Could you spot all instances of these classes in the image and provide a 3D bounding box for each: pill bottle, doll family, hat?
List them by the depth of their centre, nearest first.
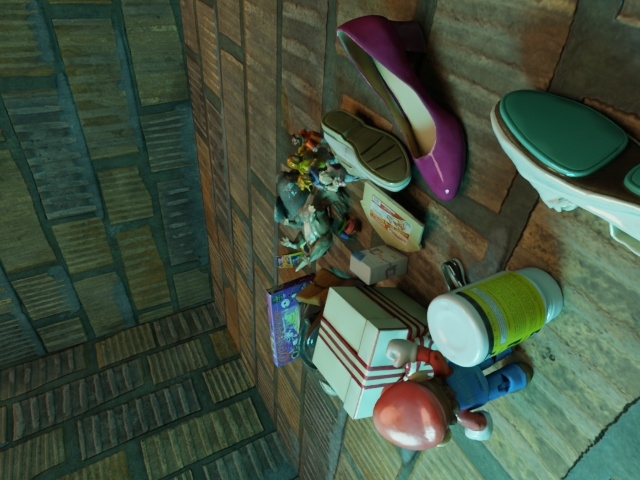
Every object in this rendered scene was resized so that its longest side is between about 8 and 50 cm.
[{"bbox_3d":[0.294,0.118,0.697,0.119,0.208,0.119,42,140,49],"label":"pill bottle"},{"bbox_3d":[-0.001,-0.203,1.169,0.263,0.163,0.119,56,150,33],"label":"doll family"},{"bbox_3d":[-0.001,0.327,1.374,0.331,0.133,0.332,-2,87,44],"label":"hat"}]

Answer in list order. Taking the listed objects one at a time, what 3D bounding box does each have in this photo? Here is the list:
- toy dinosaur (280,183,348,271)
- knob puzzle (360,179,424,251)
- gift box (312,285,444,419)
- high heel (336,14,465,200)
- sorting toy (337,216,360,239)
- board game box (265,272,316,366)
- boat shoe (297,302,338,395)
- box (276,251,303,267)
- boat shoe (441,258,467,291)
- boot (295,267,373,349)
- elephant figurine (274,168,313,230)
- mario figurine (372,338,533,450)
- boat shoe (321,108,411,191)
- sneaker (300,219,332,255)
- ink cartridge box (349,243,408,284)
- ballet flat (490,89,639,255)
[{"bbox_3d":[-0.005,-0.044,1.238,0.127,0.200,0.296,17,115,35],"label":"toy dinosaur"},{"bbox_3d":[0.175,-0.046,1.013,0.213,0.030,0.213,43,163,16],"label":"knob puzzle"},{"bbox_3d":[0.166,0.252,1.009,0.258,0.276,0.256,38,124,57],"label":"gift box"},{"bbox_3d":[0.151,-0.246,0.811,0.127,0.181,0.378,-28,79,64],"label":"high heel"},{"bbox_3d":[0.086,-0.033,1.240,0.061,0.042,0.102,-68,18,-2],"label":"sorting toy"},{"bbox_3d":[-0.101,0.312,1.628,0.056,0.208,0.347,39,138,51],"label":"board game box"},{"bbox_3d":[0.033,0.373,1.518,0.130,0.132,0.356,-38,70,40],"label":"boat shoe"},{"bbox_3d":[-0.127,0.081,1.717,0.168,0.059,0.054,-12,92,65],"label":"box"},{"bbox_3d":[0.293,0.102,0.891,0.046,0.038,0.125,-18,88,65],"label":"boat shoe"},{"bbox_3d":[-0.006,0.197,1.301,0.096,0.264,0.280,50,160,-29],"label":"boot"},{"bbox_3d":[-0.071,-0.105,1.377,0.169,0.185,0.240,29,124,48],"label":"elephant figurine"},{"bbox_3d":[0.229,0.277,0.791,0.198,0.320,0.170,48,144,44],"label":"mario figurine"},{"bbox_3d":[0.114,-0.208,1.019,0.302,0.113,0.103,52,168,35],"label":"boat shoe"},{"bbox_3d":[0.000,0.000,1.417,0.097,0.084,0.234,53,157,-2],"label":"sneaker"},{"bbox_3d":[0.149,0.059,1.065,0.088,0.122,0.052,38,134,50],"label":"ink cartridge box"},{"bbox_3d":[0.375,-0.065,0.544,0.400,0.139,0.139,49,145,41],"label":"ballet flat"}]
